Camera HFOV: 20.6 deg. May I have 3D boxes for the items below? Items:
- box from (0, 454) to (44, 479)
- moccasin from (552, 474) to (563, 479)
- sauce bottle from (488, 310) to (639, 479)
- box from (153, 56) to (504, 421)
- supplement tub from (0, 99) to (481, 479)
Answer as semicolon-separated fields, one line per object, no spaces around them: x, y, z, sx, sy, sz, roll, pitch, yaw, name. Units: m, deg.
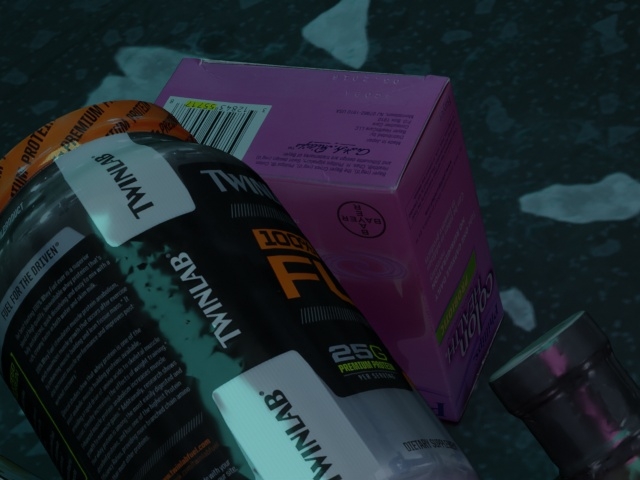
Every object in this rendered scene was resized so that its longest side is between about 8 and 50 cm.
-0.252;0.230;1.204;0.290;0.087;0.169;24;86;36;box
0.245;0.179;1.116;0.380;0.147;0.139;-39;32;-16;moccasin
0.224;0.194;0.980;0.111;0.111;0.344;-34;86;-17;sauce bottle
0.000;0.000;1.289;0.213;0.243;0.117;7;49;24;box
-0.071;0.085;1.071;0.207;0.207;0.338;-30;62;-13;supplement tub
